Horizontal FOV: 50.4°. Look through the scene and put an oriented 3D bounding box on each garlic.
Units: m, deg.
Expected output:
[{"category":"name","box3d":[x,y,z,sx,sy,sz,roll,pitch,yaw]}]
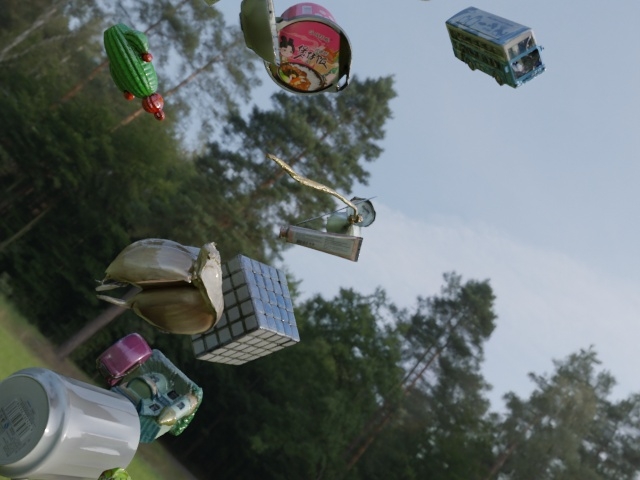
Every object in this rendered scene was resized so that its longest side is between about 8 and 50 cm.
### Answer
[{"category":"garlic","box3d":[-0.321,0.099,1.443,0.292,0.210,0.237,-7,-7,27]}]

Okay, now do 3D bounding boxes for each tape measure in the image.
[{"category":"tape measure","box3d":[-0.430,0.260,1.486,0.074,0.118,0.125,51,-16,4]}]

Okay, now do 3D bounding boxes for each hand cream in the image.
[{"category":"hand cream","box3d":[0.000,0.000,1.718,0.210,0.067,0.043,14,11,-1]}]

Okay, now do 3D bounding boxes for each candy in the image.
[{"category":"candy","box3d":[-0.273,0.407,1.090,0.058,0.062,0.194,-21,-35,36]}]

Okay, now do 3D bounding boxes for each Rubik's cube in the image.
[{"category":"Rubik's cube","box3d":[-0.232,0.207,1.963,0.237,0.238,0.237,30,39,-57]}]

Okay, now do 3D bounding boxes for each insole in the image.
[{"category":"insole","box3d":[0.034,-0.075,1.758,0.253,0.086,0.005,-18,-87,34]}]

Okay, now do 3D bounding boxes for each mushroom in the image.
[{"category":"mushroom","box3d":[-0.001,-0.087,1.144,0.026,0.028,0.286,19,-9,37]}]

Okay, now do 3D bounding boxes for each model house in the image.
[{"category":"model house","box3d":[-0.579,0.532,2.201,0.267,0.194,0.325,38,17,12]}]

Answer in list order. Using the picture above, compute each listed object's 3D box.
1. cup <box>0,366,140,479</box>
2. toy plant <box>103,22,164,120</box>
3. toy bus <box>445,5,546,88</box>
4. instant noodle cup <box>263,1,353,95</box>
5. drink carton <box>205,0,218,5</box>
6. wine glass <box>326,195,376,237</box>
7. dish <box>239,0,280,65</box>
[{"category":"cup","box3d":[-0.616,0.477,1.572,0.237,0.322,0.327,4,-20,20]},{"category":"toy plant","box3d":[-0.472,-0.424,1.711,0.155,0.088,0.240,14,-53,29]},{"category":"toy bus","box3d":[0.429,-0.483,1.690,0.131,0.106,0.297,60,-3,-34]},{"category":"instant noodle cup","box3d":[-0.039,-0.586,2.009,0.258,0.181,0.302,-27,-50,24]},{"category":"drink carton","box3d":[-0.266,-0.865,1.989,0.194,0.324,0.132,-19,-42,31]},{"category":"wine glass","box3d":[0.091,-0.057,2.017,0.122,0.122,0.183,43,-20,1]},{"category":"dish","box3d":[-0.128,-0.447,1.401,0.066,0.190,0.190,-6,-34,2]}]
